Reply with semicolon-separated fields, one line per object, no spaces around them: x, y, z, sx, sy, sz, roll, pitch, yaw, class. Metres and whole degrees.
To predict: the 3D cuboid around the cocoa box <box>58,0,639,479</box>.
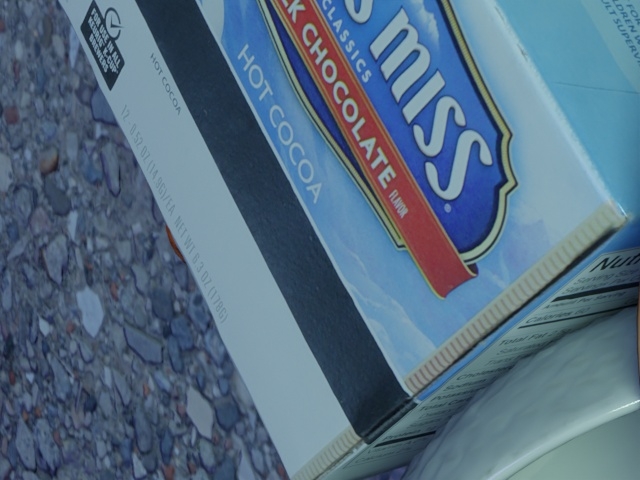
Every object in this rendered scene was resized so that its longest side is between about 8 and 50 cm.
0.055;-0.108;0.615;0.228;0.231;0.347;-48;62;46;cocoa box

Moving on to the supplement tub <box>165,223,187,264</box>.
0.000;0.000;0.805;0.190;0.117;0.117;20;114;47;supplement tub

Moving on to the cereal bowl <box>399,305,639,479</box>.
0.169;0.159;0.529;0.141;0.339;0.339;-84;1;-68;cereal bowl

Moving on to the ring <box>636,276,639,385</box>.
0.256;0.018;0.375;0.032;0.336;0.337;-84;1;-67;ring
